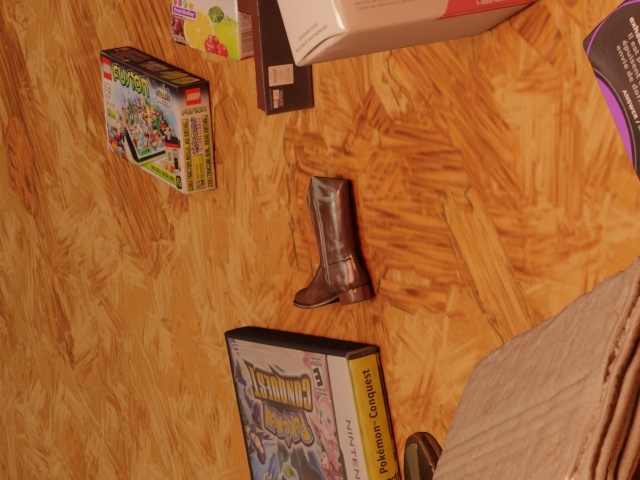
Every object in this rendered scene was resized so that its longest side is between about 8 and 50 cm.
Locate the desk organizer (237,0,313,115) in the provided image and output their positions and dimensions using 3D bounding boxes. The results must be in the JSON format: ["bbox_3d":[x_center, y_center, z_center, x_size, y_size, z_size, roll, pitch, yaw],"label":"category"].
[{"bbox_3d":[-0.041,-0.179,1.495,0.050,0.047,0.130,30,128,60],"label":"desk organizer"}]

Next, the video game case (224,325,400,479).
[{"bbox_3d":[-0.003,0.211,1.612,0.275,0.035,0.248,2,104,63],"label":"video game case"}]

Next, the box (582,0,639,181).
[{"bbox_3d":[0.269,-0.092,0.794,0.270,0.143,0.165,-43,65,60],"label":"box"}]

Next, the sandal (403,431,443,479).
[{"bbox_3d":[0.133,0.241,1.334,0.219,0.060,0.090,56,156,10],"label":"sandal"}]

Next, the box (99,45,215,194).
[{"bbox_3d":[-0.171,-0.128,1.792,0.207,0.036,0.114,28,126,58],"label":"box"}]

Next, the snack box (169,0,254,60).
[{"bbox_3d":[-0.095,-0.241,1.563,0.100,0.037,0.141,20,120,42],"label":"snack box"}]

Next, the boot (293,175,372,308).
[{"bbox_3d":[0.000,0.000,1.504,0.106,0.037,0.114,-10,96,51],"label":"boot"}]

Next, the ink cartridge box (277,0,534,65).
[{"bbox_3d":[0.037,-0.243,1.177,0.092,0.159,0.217,-25,79,64],"label":"ink cartridge box"}]

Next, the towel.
[{"bbox_3d":[0.146,0.128,1.149,0.187,0.049,0.282,-66,10,-26],"label":"towel"}]
